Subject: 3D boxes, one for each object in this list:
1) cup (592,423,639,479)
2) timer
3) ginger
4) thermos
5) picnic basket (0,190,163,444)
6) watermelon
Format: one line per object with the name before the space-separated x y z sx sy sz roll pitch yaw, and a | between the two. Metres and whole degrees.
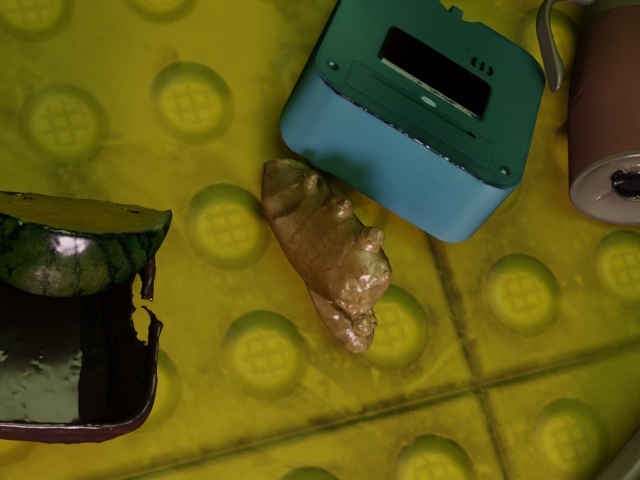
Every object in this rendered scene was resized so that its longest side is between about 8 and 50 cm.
cup | 0.371 0.251 1.514 0.221 0.167 0.202 39 65 23
timer | 0.098 -0.145 1.604 0.232 0.091 0.250 31 43 -6
ginger | 0.007 0.001 1.506 0.081 0.115 0.205 -27 79 -9
thermos | 0.309 -0.166 1.659 0.176 0.146 0.265 9 61 -18
picnic basket | -0.292 0.073 1.367 0.296 0.129 0.222 6 69 -19
watermelon | -0.207 -0.009 1.316 0.181 0.075 0.092 9 61 -14
